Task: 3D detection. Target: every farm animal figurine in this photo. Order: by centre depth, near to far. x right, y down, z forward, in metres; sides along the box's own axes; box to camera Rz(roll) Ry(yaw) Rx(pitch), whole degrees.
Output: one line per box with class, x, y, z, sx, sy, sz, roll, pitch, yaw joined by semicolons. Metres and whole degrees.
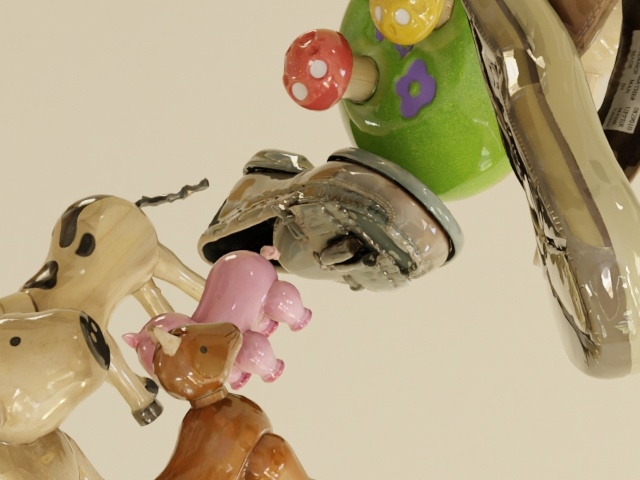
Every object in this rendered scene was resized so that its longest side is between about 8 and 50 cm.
farm animal figurine;-0.159;0.103;0.998;0.327;0.172;0.330;-46;-157;1

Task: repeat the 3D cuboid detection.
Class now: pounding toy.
pounding toy;0.064;-0.108;1.115;0.237;0.110;0.183;35;-71;45

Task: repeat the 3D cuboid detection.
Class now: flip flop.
flip flop;0.097;-0.069;0.673;0.080;0.112;0.277;-17;-138;6

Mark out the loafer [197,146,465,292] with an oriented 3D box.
loafer;0.000;0.000;1.162;0.084;0.096;0.267;-45;-162;-13
